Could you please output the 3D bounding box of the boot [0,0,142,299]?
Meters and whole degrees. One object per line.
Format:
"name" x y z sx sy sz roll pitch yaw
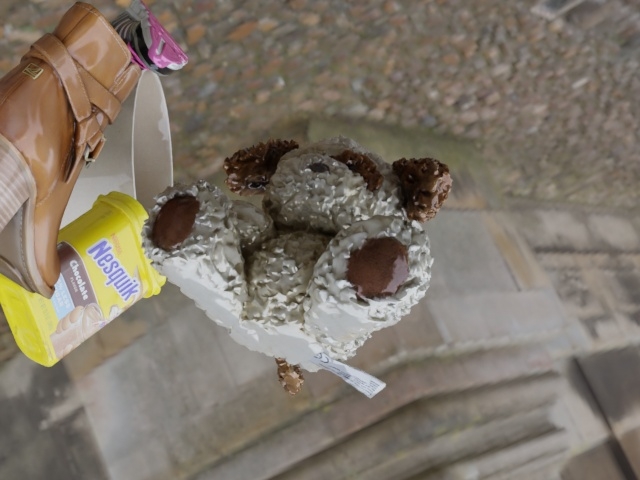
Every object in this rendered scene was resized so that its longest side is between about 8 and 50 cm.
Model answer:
"boot" -0.248 -0.077 1.091 0.220 0.109 0.283 -57 164 -16

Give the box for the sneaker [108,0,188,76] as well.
"sneaker" -0.185 -0.189 1.184 0.075 0.170 0.063 -40 119 2

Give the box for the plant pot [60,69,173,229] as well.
"plant pot" -0.352 -0.095 1.559 0.274 0.256 0.256 -2 164 3

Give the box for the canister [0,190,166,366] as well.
"canister" -0.259 0.042 1.286 0.170 0.073 0.126 -40 131 -36

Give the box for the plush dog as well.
"plush dog" 0.000 0.000 1.089 0.262 0.225 0.211 11 143 20
